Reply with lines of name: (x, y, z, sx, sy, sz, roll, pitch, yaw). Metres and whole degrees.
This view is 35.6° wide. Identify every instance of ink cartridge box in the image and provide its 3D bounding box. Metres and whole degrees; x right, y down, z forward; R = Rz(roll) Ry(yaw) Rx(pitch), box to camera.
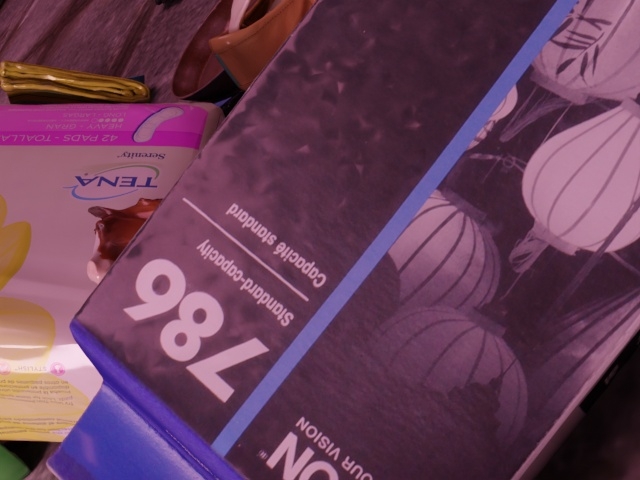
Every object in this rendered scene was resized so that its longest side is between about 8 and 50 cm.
ink cartridge box: (0.033, 0.005, 0.362, 0.165, 0.065, 0.333, 37, 92, 21)

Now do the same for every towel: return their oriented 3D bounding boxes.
towel: (-0.185, -0.079, 0.782, 0.237, 0.102, 0.021, 127, 151, -74)

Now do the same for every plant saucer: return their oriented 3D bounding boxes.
plant saucer: (-0.073, -0.189, 0.905, 0.168, 0.029, 0.168, -38, 30, 27)

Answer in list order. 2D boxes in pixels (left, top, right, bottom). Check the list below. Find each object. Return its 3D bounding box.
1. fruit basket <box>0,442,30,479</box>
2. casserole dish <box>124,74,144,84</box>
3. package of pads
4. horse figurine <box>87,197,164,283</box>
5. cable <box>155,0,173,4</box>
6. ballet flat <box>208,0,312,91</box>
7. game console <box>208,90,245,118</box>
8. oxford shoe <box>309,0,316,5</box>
fruit basket: (-0.302, 0.079, 0.804, 0.327, 0.165, 0.353, -15, 42, 52)
casserole dish: (-0.261, -0.145, 1.097, 0.114, 0.037, 0.188, -21, 11, -31)
package of pads: (-0.209, 0.014, 0.630, 0.296, 0.101, 0.229, -1, 45, 7)
horse figurine: (0.000, 0.000, 0.479, 0.263, 0.066, 0.174, -26, 34, 14)
cable: (-0.156, -0.379, 1.250, 0.184, 0.047, 0.151, -40, 29, 23)
ballet flat: (-0.010, -0.223, 0.793, 0.080, 0.073, 0.232, 2, 59, 58)
game console: (-0.132, -0.107, 0.824, 0.107, 0.071, 0.122, -45, 21, -28)
oxford shoe: (0.069, -0.228, 0.673, 0.212, 0.076, 0.076, -54, 25, -6)
